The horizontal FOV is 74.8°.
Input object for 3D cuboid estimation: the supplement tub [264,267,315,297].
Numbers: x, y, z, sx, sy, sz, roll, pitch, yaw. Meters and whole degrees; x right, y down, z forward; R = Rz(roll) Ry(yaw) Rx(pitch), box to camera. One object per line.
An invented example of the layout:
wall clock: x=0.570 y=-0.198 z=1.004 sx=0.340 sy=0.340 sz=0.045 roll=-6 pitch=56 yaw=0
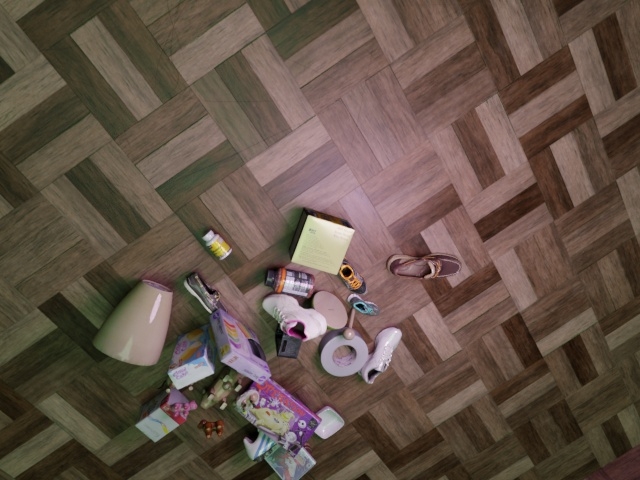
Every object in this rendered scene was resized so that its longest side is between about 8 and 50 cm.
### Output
supplement tub: x=-0.130 y=0.173 z=1.740 sx=0.198 sy=0.106 sz=0.106 roll=14 pitch=105 yaw=-13

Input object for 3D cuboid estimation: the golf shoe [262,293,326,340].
golf shoe: x=-0.128 y=0.307 z=1.688 sx=0.306 sy=0.140 sz=0.115 roll=19 pitch=115 yaw=27

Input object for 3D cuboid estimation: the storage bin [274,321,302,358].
storage bin: x=-0.136 y=0.403 z=1.774 sx=0.084 sy=0.180 sz=0.122 roll=11 pitch=106 yaw=-13

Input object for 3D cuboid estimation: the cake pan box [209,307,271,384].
cake pan box: x=-0.321 y=0.427 z=1.681 sx=0.070 sy=0.245 sz=0.267 roll=-37 pitch=130 yaw=4

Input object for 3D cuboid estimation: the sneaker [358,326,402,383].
sneaker: x=0.286 y=0.533 z=1.922 sx=0.111 sy=0.129 sz=0.297 roll=28 pitch=100 yaw=-16

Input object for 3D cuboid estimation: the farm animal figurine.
farm animal figurine: x=-0.476 y=0.654 z=1.813 sx=0.327 sy=0.172 sz=0.330 roll=-33 pitch=101 yaw=-11

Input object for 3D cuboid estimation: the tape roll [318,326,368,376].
tape roll: x=0.103 y=0.508 z=1.911 sx=0.219 sy=0.072 sz=0.219 roll=-3 pitch=108 yaw=-10

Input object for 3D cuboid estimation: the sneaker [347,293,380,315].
sneaker: x=0.196 y=0.301 z=1.856 sx=0.167 sy=0.076 sz=0.065 roll=27 pitch=103 yaw=-17

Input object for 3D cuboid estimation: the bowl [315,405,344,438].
bowl: x=0.026 y=0.872 z=2.028 sx=0.142 sy=0.053 sz=0.142 roll=-39 pitch=111 yaw=5

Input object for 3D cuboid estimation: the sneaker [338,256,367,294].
sneaker: x=0.131 y=0.162 z=1.795 sx=0.084 sy=0.083 sz=0.215 roll=-41 pitch=112 yaw=3

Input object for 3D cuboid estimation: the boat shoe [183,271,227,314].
boat shoe: x=-0.455 y=0.226 z=1.711 sx=0.069 sy=0.081 sz=0.227 roll=-38 pitch=108 yaw=8

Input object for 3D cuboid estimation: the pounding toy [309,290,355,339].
pounding toy: x=0.033 y=0.334 z=1.808 sx=0.237 sy=0.183 sz=0.110 roll=31 pitch=126 yaw=-21

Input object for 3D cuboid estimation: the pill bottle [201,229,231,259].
pill bottle: x=-0.413 y=0.015 z=1.657 sx=0.065 sy=0.065 sz=0.116 roll=-38 pitch=110 yaw=4

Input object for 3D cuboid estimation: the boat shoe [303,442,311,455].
boat shoe: x=-0.124 y=1.096 z=2.066 sx=0.073 sy=0.073 sz=0.207 roll=37 pitch=100 yaw=-23

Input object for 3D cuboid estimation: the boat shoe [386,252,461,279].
boat shoe: x=0.467 y=0.126 z=1.820 sx=0.342 sy=0.123 sz=0.123 roll=4 pitch=107 yaw=-11

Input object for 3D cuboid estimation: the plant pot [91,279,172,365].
plant pot: x=-0.693 y=0.302 z=1.626 sx=0.257 sy=0.256 sz=0.274 roll=26 pitch=86 yaw=-17

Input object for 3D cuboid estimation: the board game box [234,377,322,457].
board game box: x=-0.192 y=0.780 z=1.880 sx=0.347 sy=0.056 sz=0.208 roll=36 pitch=90 yaw=7

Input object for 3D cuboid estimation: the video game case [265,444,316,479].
video game case: x=-0.153 y=1.058 z=2.027 sx=0.183 sy=0.023 sz=0.201 roll=-45 pitch=82 yaw=6

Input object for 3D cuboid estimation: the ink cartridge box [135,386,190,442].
ink cartridge box: x=-0.684 y=0.752 z=1.820 sx=0.176 sy=0.128 sz=0.127 roll=-36 pitch=110 yaw=3

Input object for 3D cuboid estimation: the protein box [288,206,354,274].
protein box: x=0.000 y=0.000 z=1.688 sx=0.200 sy=0.136 sz=0.201 roll=17 pitch=105 yaw=-14

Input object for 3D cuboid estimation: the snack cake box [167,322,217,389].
snack cake box: x=-0.505 y=0.456 z=1.681 sx=0.152 sy=0.264 sz=0.089 roll=-23 pitch=110 yaw=-2

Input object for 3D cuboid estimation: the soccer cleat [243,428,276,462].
soccer cleat: x=-0.209 y=0.886 z=1.961 sx=0.331 sy=0.116 sz=0.143 roll=-34 pitch=73 yaw=-13
